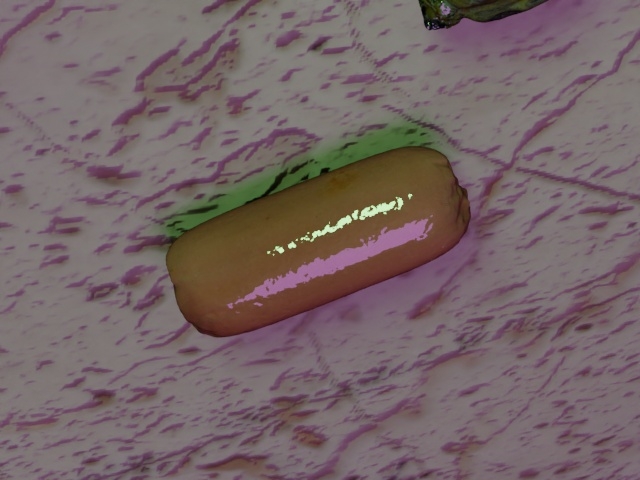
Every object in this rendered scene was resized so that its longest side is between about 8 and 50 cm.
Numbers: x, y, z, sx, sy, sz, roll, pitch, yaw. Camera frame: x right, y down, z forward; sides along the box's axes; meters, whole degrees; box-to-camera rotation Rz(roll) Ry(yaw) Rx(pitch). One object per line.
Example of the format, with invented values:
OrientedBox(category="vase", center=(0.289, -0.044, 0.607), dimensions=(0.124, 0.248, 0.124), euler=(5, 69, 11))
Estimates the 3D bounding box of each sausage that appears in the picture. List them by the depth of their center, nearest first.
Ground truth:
OrientedBox(category="sausage", center=(0.000, 0.000, 0.894), dimensions=(0.154, 0.062, 0.062), euler=(-21, 144, 5))

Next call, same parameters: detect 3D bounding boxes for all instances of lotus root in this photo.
OrientedBox(category="lotus root", center=(0.082, -0.126, 0.773), dimensions=(0.099, 0.049, 0.054), euler=(-33, 150, 18))
